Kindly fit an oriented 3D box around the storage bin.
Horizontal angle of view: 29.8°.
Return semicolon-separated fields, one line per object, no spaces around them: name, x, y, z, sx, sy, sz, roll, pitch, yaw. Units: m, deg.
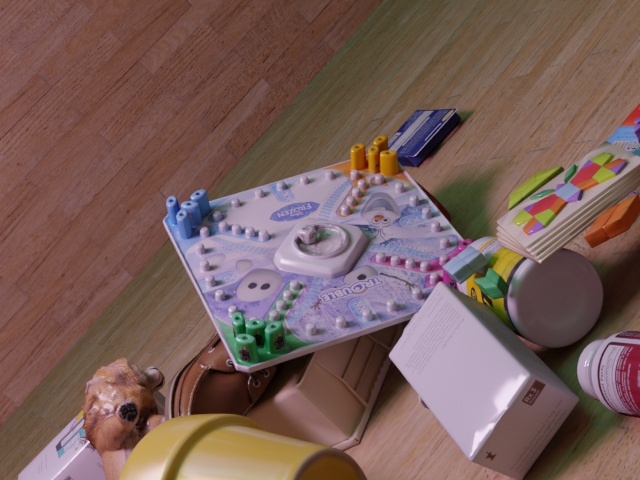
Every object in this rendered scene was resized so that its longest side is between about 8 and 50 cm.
storage bin;-0.033;0.213;1.801;0.262;0.123;0.260;-33;19;39

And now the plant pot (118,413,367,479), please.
plant pot;-0.077;0.328;1.425;0.239;0.254;0.254;-11;35;40

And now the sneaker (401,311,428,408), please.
sneaker;0.150;0.158;1.540;0.115;0.090;0.232;-52;16;-13

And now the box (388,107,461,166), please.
box;0.202;-0.208;2.437;0.136;0.036;0.225;-47;14;-8

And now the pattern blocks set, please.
pattern blocks set;0.294;-0.049;1.408;0.325;0.026;0.285;-41;15;-11

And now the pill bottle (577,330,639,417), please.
pill bottle;0.321;0.131;1.171;0.086;0.086;0.152;-49;16;-16

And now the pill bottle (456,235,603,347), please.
pill bottle;0.249;0.055;1.485;0.119;0.119;0.208;-46;15;-5

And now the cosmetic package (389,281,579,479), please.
cosmetic package;0.177;0.152;1.348;0.117;0.085;0.231;-57;31;12

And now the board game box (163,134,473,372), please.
board game box;0.000;0.000;1.776;0.390;0.050;0.390;-17;39;-14

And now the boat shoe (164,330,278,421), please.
boat shoe;-0.123;0.179;1.677;0.104;0.111;0.307;-37;18;31

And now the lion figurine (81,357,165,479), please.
lion figurine;-0.255;0.353;1.737;0.240;0.142;0.392;-35;60;58

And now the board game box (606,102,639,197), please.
board game box;0.525;-0.179;1.446;0.302;0.086;0.308;-48;16;-9

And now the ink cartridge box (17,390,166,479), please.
ink cartridge box;-0.334;0.382;1.990;0.270;0.198;0.197;-45;15;-4

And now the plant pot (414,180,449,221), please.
plant pot;0.094;-0.040;2.034;0.191;0.174;0.191;-41;14;12
